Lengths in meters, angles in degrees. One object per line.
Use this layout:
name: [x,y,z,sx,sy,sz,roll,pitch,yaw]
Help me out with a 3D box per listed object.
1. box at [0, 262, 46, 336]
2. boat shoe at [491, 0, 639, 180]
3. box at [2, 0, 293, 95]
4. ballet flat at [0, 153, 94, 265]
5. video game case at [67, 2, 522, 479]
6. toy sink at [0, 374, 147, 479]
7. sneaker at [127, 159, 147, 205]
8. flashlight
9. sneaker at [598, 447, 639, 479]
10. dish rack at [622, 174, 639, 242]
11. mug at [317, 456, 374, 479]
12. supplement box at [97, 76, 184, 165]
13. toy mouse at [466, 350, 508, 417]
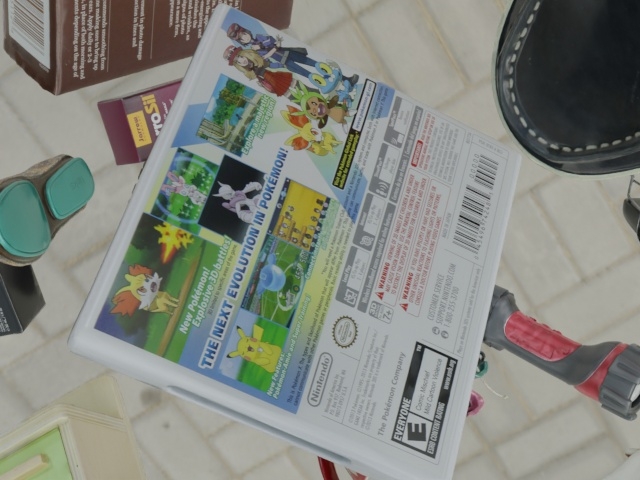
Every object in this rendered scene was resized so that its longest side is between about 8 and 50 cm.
box: [-0.505,0.006,1.468,0.184,0.103,0.261,-12,109,10]
boat shoe: [0.216,-0.159,0.525,0.156,0.500,0.187,-29,86,-31]
box: [-0.206,-0.338,1.394,0.381,0.143,0.191,-23,139,-36]
ballet flat: [-0.374,-0.030,1.350,0.106,0.316,0.107,-13,100,12]
video game case: [0.000,0.000,0.873,0.300,0.329,0.036,25,149,-12]
toy sink: [-0.287,0.265,1.191,0.153,0.234,0.131,-30,151,15]
sneaker: [-0.114,-0.005,1.087,0.093,0.225,0.088,18,79,14]
flashlight: [0.337,0.146,1.591,0.103,0.304,0.103,-54,146,-8]
sneaker: [0.370,0.222,1.060,0.290,0.123,0.106,-17,117,-7]
dish rack: [0.409,-0.123,1.070,0.208,0.074,0.271,-3,117,-18]
mug: [0.036,0.224,1.321,0.150,0.169,0.113,-43,146,3]
supplement box: [-0.238,-0.193,1.721,0.188,0.081,0.104,-24,105,-36]
toy mouse: [0.163,0.164,1.309,0.143,0.161,0.031,28,138,-28]
